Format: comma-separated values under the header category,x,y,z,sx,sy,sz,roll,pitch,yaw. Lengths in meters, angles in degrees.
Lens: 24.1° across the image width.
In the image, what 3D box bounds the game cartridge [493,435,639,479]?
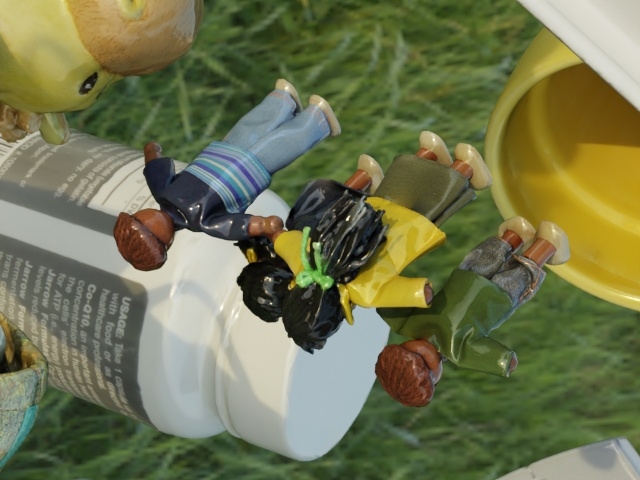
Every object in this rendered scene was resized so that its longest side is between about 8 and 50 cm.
category,x,y,z,sx,sy,sz,roll,pitch,yaw
game cartridge,0.125,0.270,0.992,0.196,0.294,0.060,56,18,17

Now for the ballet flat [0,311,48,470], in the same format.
category,x,y,z,sx,sy,sz,roll,pitch,yaw
ballet flat,-0.266,-0.023,0.743,0.348,0.123,0.123,47,35,1

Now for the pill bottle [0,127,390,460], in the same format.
category,x,y,z,sx,sy,sz,roll,pitch,yaw
pill bottle,-0.140,0.034,1.173,0.204,0.361,0.204,-45,144,-46

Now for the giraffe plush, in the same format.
category,x,y,z,sx,sy,sz,roll,pitch,yaw
giraffe plush,-0.110,-0.132,0.619,0.181,0.210,0.171,10,73,-54

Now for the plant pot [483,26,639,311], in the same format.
category,x,y,z,sx,sy,sz,roll,pitch,yaw
plant pot,0.278,-0.112,1.135,0.254,0.254,0.239,60,42,-32

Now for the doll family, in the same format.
category,x,y,z,sx,sy,sz,roll,pitch,yaw
doll family,0.000,0.000,0.607,0.111,0.193,0.076,-45,130,-23

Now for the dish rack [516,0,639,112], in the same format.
category,x,y,z,sx,sy,sz,roll,pitch,yaw
dish rack,0.176,-0.157,0.443,0.285,0.072,0.333,39,59,-18
